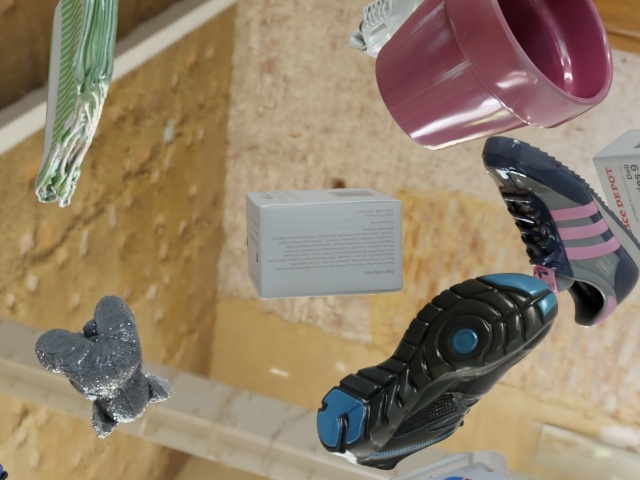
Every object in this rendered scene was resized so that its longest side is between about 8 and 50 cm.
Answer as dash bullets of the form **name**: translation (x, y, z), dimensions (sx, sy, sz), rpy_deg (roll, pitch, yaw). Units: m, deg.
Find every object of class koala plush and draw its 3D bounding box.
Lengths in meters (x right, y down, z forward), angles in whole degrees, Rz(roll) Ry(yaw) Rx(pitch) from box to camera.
- **koala plush**: translation (-0.389, 0.258, 1.996), dimensions (0.196, 0.203, 0.221), rpy_deg (-31, -55, -18)

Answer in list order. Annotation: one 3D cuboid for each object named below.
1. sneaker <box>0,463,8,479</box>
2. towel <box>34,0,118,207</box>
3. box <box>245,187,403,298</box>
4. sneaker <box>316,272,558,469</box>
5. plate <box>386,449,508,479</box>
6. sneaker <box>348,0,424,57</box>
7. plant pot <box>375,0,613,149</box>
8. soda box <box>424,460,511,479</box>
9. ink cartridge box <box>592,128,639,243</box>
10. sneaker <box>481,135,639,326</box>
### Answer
- **sneaker**: translation (-0.506, 0.407, 1.508), dimensions (0.315, 0.127, 0.182), rpy_deg (106, -179, -53)
- **towel**: translation (-0.226, -0.188, 0.995), dimensions (0.325, 0.038, 0.247), rpy_deg (140, 134, -65)
- **box**: translation (0.000, 0.000, 1.376), dimensions (0.181, 0.182, 0.119), rpy_deg (-142, 50, -78)
- **sneaker**: translation (0.156, 0.166, 1.347), dimensions (0.140, 0.341, 0.125), rpy_deg (43, -164, -47)
- **plate**: translation (0.143, 0.384, 1.573), dimensions (0.277, 0.278, 0.045), rpy_deg (-16, -97, -81)
- **sneaker**: translation (0.117, -0.366, 1.755), dimensions (0.235, 0.095, 0.090), rpy_deg (126, 158, -66)
- **plant pot**: translation (0.161, -0.186, 1.069), dimensions (0.180, 0.201, 0.201), rpy_deg (-28, 25, 41)
- **soda box**: translation (0.125, 0.304, 1.138), dimensions (0.216, 0.074, 0.069), rpy_deg (-7, -66, -43)
- **ink cartridge box**: translation (0.627, -0.078, 1.780), dimensions (0.121, 0.289, 0.211), rpy_deg (-34, -71, -31)
- **sneaker**: translation (0.305, -0.005, 1.385), dimensions (0.131, 0.319, 0.112), rpy_deg (-57, 27, -12)
